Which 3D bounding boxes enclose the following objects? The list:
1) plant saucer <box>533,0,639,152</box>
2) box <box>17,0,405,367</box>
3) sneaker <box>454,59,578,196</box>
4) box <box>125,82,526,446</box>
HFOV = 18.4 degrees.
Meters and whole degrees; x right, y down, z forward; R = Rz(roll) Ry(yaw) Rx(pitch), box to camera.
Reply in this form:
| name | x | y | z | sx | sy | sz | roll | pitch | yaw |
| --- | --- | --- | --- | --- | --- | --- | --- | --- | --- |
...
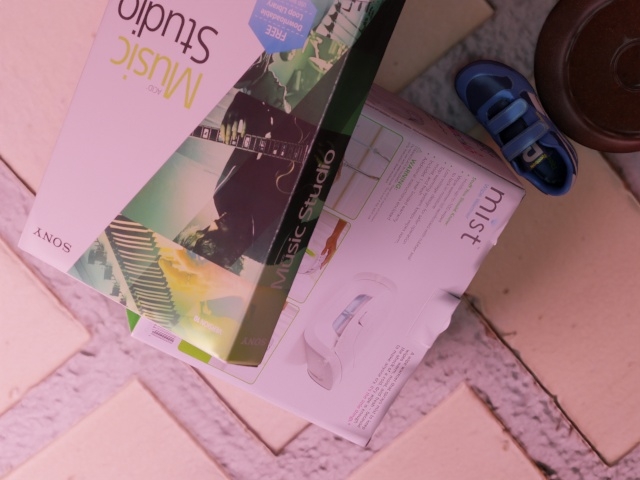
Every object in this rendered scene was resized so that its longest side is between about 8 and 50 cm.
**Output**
| name | x | y | z | sx | sy | sz | roll | pitch | yaw |
| --- | --- | --- | --- | --- | --- | --- | --- | --- | --- |
| plant saucer | 0.266 | -0.150 | 1.678 | 0.168 | 0.029 | 0.168 | -4 | 112 | -9 |
| box | -0.087 | -0.094 | 1.521 | 0.058 | 0.232 | 0.322 | 7 | 106 | -57 |
| sneaker | 0.169 | -0.093 | 1.662 | 0.053 | 0.059 | 0.144 | -39 | 111 | 21 |
| box | 0.000 | 0.000 | 1.634 | 0.231 | 0.127 | 0.262 | 26 | 104 | -18 |
